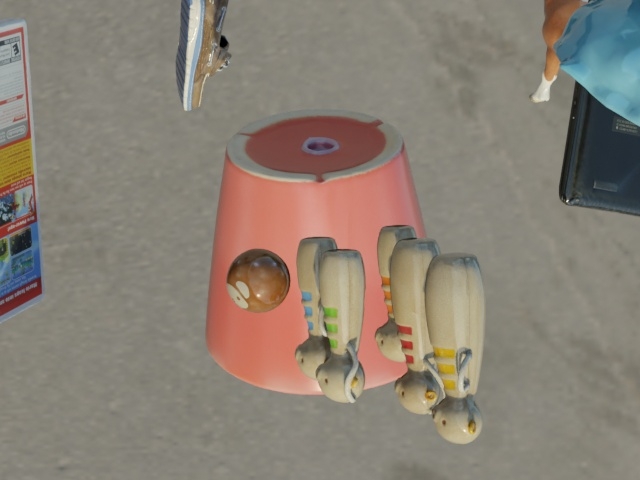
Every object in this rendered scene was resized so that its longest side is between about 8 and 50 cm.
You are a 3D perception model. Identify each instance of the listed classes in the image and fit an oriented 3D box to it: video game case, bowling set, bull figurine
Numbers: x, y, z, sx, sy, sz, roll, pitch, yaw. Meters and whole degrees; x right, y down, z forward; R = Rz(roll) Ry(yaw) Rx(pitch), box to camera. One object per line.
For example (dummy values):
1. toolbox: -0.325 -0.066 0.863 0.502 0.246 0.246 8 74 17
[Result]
1. video game case: -0.328 -0.052 1.531 0.204 0.025 0.285 -34 126 -62
2. bowling set: 0.020 0.078 1.398 0.200 0.287 0.154 -2 96 -7
3. bull figurine: 0.368 -0.253 2.201 0.101 0.310 0.188 -11 124 -25

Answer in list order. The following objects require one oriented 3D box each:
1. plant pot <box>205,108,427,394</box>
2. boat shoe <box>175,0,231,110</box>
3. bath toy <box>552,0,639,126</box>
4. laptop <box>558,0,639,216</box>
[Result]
1. plant pot: 0.000 0.000 1.824 0.275 0.275 0.243 -31 128 -44
2. boat shoe: -0.152 -0.249 2.165 0.066 0.183 0.066 -4 42 -16
3. bath toy: 0.173 -0.186 0.468 0.129 0.151 0.348 -49 153 -74
4. laptop: 0.328 -0.224 1.623 0.382 0.236 0.407 8 92 -36
